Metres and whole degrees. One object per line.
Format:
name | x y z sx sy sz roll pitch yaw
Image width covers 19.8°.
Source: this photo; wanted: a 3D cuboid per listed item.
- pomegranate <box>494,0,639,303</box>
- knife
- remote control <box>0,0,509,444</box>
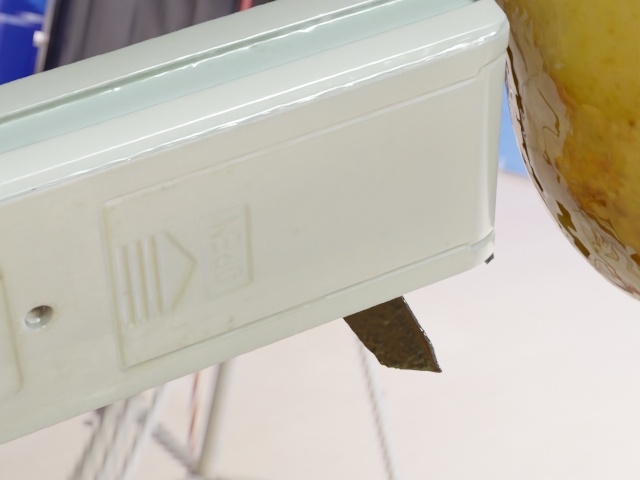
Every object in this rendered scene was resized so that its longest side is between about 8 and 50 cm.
pomegranate | 0.198 -0.093 0.676 0.307 0.307 0.307 12 16 -3
knife | 0.000 0.000 1.173 0.230 0.060 0.028 50 35 13
remote control | -0.074 -0.001 0.564 0.277 0.103 0.055 -19 46 -18
